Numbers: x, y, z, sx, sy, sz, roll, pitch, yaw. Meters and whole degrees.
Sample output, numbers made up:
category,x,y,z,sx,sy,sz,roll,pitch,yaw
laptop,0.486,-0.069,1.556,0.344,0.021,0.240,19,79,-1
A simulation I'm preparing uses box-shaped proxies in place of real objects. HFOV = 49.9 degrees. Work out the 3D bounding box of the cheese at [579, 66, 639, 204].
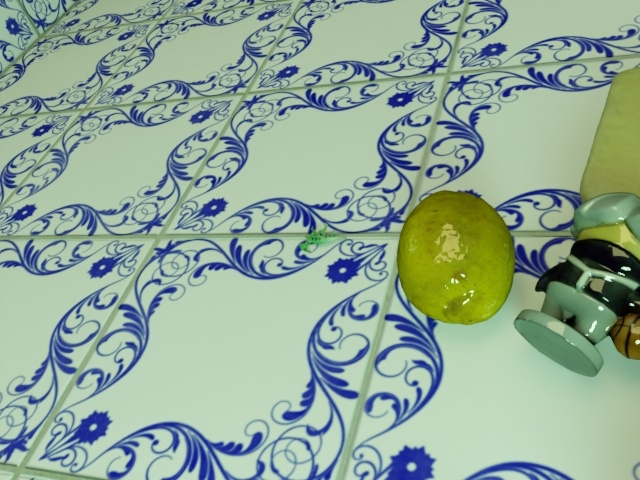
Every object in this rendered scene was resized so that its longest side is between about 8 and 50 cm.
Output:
category,x,y,z,sx,sy,sz,roll,pitch,yaw
cheese,0.535,-0.115,1.041,0.384,0.104,0.383,-12,42,11

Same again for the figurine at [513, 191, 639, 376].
category,x,y,z,sx,sy,sz,roll,pitch,yaw
figurine,0.373,0.050,0.876,0.176,0.133,0.236,28,74,39

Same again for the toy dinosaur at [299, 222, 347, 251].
category,x,y,z,sx,sy,sz,roll,pitch,yaw
toy dinosaur,0.000,0.000,1.204,0.062,0.021,0.083,-47,43,-17

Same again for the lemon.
category,x,y,z,sx,sy,sz,roll,pitch,yaw
lemon,0.193,0.025,0.988,0.170,0.170,0.207,-3,50,20
